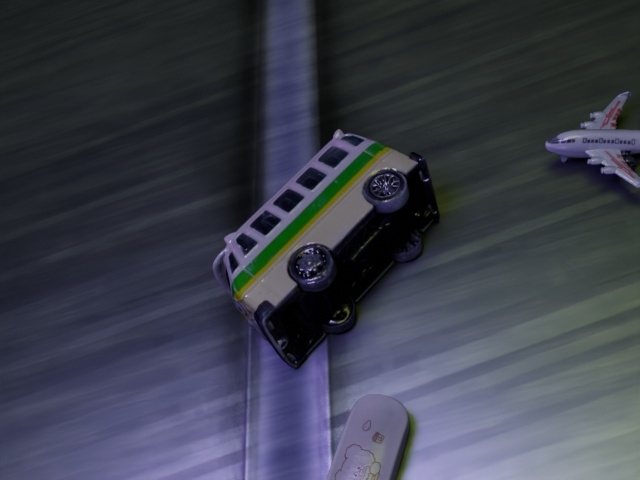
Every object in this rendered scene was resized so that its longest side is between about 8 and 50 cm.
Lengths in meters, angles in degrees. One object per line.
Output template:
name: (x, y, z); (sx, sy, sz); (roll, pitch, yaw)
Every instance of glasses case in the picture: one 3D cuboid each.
glasses case: (0.050, 0.274, 0.902); (0.074, 0.049, 0.193); (10, 60, 22)

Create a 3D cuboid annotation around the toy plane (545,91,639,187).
toy plane: (0.400, -0.134, 1.062); (0.171, 0.065, 0.162); (-6, 57, 14)

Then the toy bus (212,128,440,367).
toy bus: (0.000, 0.000, 1.040); (0.179, 0.143, 0.305); (34, 72, 34)
